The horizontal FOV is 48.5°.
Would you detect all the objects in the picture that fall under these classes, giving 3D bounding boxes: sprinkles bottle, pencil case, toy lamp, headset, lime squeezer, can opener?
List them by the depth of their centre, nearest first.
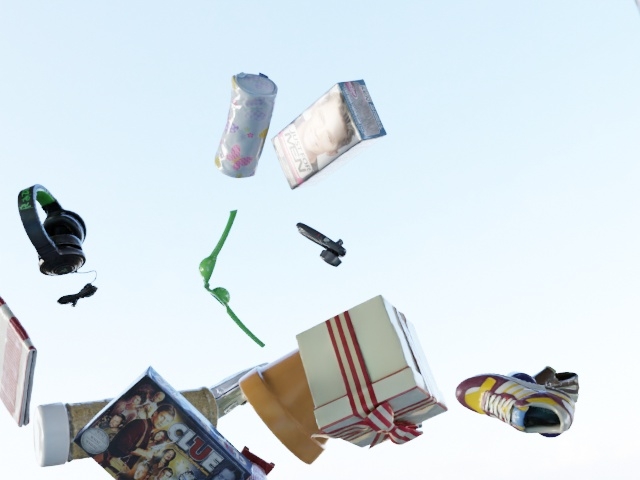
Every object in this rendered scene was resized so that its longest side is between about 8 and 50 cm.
[{"bbox_3d":[-0.394,0.376,1.459,0.356,0.121,0.121,-1,-22,-31],"label":"sprinkles bottle"},{"bbox_3d":[-0.206,0.093,1.554,0.110,0.310,0.059,-9,-7,-33],"label":"lime squeezer"},{"bbox_3d":[0.472,0.358,1.600,0.080,0.080,0.274,-9,6,2],"label":"toy lamp"},{"bbox_3d":[-0.195,-0.292,1.823,0.124,0.113,0.273,19,-54,1],"label":"pencil case"},{"bbox_3d":[0.000,0.000,2.008,0.073,0.186,0.059,-40,-29,-23],"label":"can opener"},{"bbox_3d":[-0.771,0.025,2.056,0.185,0.243,0.394,-24,-52,0],"label":"headset"}]

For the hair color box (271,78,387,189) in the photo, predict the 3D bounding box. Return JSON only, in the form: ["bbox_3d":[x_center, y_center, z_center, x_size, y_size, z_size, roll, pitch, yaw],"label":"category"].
[{"bbox_3d":[0.014,-0.289,1.989,0.105,0.173,0.347,-17,-9,-40],"label":"hair color box"}]

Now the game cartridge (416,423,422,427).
[{"bbox_3d":[0.172,0.399,1.877,0.062,0.198,0.297,-23,-25,33],"label":"game cartridge"}]

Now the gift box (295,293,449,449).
[{"bbox_3d":[0.103,0.314,1.547,0.276,0.258,0.255,-31,-35,17],"label":"gift box"}]

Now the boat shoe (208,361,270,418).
[{"bbox_3d":[-0.246,0.447,2.123,0.109,0.094,0.302,-24,-4,37],"label":"boat shoe"}]

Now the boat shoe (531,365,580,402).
[{"bbox_3d":[0.606,0.385,1.943,0.258,0.095,0.095,9,6,-33],"label":"boat shoe"}]

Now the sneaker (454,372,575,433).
[{"bbox_3d":[0.293,0.252,1.095,0.186,0.069,0.084,3,10,25],"label":"sneaker"}]

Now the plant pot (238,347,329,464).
[{"bbox_3d":[-0.045,0.409,1.872,0.203,0.291,0.291,-42,-24,-2],"label":"plant pot"}]

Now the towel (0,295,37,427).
[{"bbox_3d":[-0.735,0.243,1.646,0.037,0.329,0.237,-10,-53,-43],"label":"towel"}]

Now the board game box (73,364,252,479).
[{"bbox_3d":[-0.253,0.346,1.160,0.165,0.243,0.042,-43,9,2],"label":"board game box"}]

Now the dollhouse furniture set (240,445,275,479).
[{"bbox_3d":[-0.292,0.629,1.930,0.374,0.152,0.201,36,1,-20],"label":"dollhouse furniture set"}]
